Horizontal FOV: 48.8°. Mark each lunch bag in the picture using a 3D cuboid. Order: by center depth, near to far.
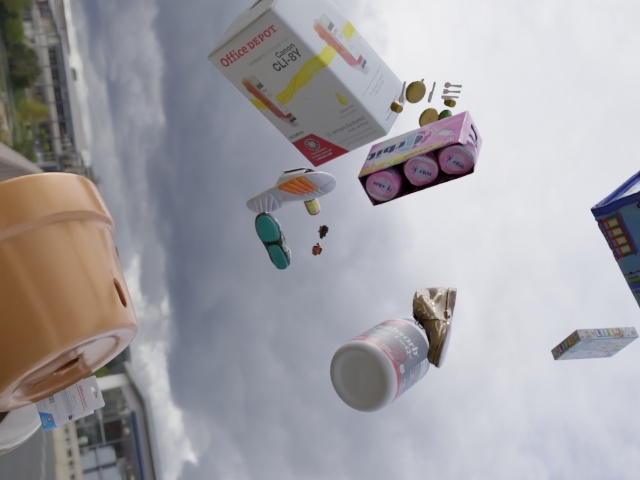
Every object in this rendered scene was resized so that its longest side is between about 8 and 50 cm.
[{"bbox_3d":[0.485,-0.010,0.879,0.138,0.293,0.221,-24,-85,43],"label":"lunch bag"}]

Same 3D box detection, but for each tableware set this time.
[{"bbox_3d":[0.213,-0.277,1.437,0.024,0.154,0.104,49,-45,49],"label":"tableware set"}]

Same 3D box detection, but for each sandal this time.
[{"bbox_3d":[-0.086,-0.150,1.902,0.102,0.265,0.076,46,35,-48],"label":"sandal"}]

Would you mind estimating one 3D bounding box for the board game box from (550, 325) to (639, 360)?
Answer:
[{"bbox_3d":[0.594,0.224,1.532,0.103,0.154,0.026,117,-32,-51],"label":"board game box"}]

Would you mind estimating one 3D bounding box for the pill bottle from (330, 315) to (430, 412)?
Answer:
[{"bbox_3d":[0.203,0.350,2.090,0.210,0.363,0.210,7,-77,31],"label":"pill bottle"}]

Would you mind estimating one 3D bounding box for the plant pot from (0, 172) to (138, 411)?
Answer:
[{"bbox_3d":[-0.369,0.079,0.902,0.203,0.291,0.291,56,-26,11],"label":"plant pot"}]

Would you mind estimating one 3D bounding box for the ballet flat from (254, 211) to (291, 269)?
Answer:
[{"bbox_3d":[-0.119,-0.011,1.802,0.070,0.070,0.188,-124,-165,-50],"label":"ballet flat"}]

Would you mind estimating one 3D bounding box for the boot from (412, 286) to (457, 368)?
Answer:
[{"bbox_3d":[0.291,0.223,1.860,0.305,0.115,0.112,-68,166,-58],"label":"boot"}]

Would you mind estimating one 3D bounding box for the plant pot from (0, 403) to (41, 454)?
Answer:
[{"bbox_3d":[-0.606,0.282,1.297,0.191,0.284,0.284,64,3,-57],"label":"plant pot"}]

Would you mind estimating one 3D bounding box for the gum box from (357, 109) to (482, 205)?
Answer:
[{"bbox_3d":[0.164,-0.132,1.126,0.062,0.188,0.107,58,33,-24],"label":"gum box"}]

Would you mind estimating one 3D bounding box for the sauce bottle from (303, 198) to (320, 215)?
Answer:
[{"bbox_3d":[-0.031,-0.121,2.004,0.128,0.042,0.042,70,-3,-55],"label":"sauce bottle"}]

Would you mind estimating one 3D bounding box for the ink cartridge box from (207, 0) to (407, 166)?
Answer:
[{"bbox_3d":[-0.029,-0.384,1.639,0.385,0.160,0.279,44,-34,-22],"label":"ink cartridge box"}]

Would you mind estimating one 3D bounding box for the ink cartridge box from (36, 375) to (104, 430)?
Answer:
[{"bbox_3d":[-0.345,0.224,0.976,0.048,0.083,0.028,67,-20,14],"label":"ink cartridge box"}]

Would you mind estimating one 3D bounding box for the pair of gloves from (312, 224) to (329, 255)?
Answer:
[{"bbox_3d":[0.000,0.000,1.798,0.083,0.010,0.074,-69,-163,-1],"label":"pair of gloves"}]
